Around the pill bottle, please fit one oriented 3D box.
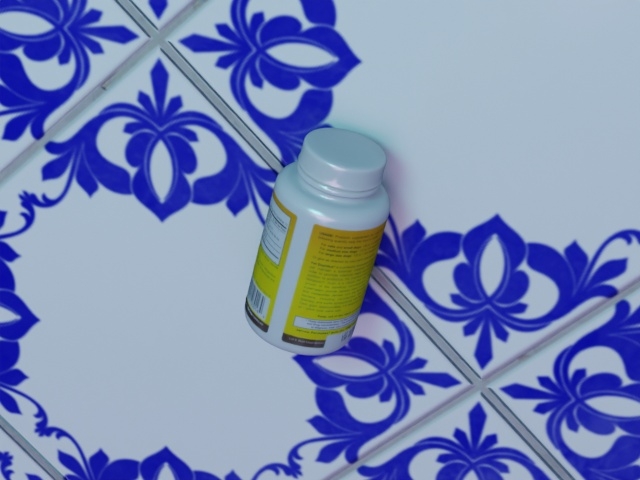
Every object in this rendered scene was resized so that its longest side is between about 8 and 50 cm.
[{"bbox_3d":[0.000,0.000,1.540,0.117,0.117,0.215,18,120,4],"label":"pill bottle"}]
